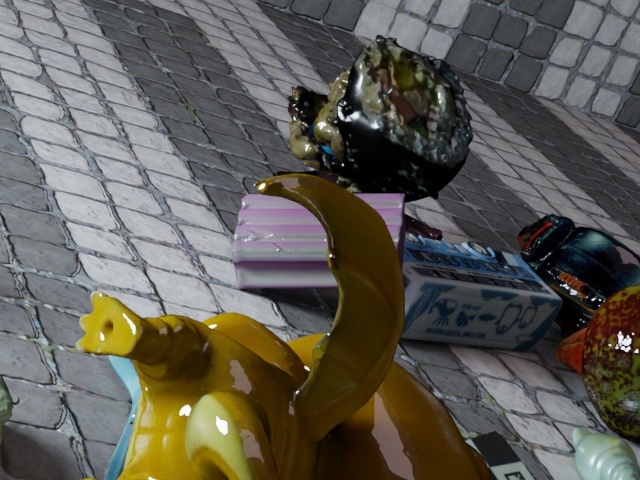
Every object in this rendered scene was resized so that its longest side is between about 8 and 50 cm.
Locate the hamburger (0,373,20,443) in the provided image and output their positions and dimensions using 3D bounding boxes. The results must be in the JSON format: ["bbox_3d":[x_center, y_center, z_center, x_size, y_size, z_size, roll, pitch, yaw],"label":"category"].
[{"bbox_3d":[-0.318,0.129,1.308,0.133,0.062,0.140,14,23,-27],"label":"hamburger"}]

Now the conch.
[{"bbox_3d":[0.331,0.252,1.783,0.088,0.065,0.180,18,10,-14],"label":"conch"}]

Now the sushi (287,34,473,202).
[{"bbox_3d":[0.072,-0.143,2.163,0.238,0.219,0.225,46,44,-27],"label":"sushi"}]

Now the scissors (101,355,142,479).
[{"bbox_3d":[-0.140,0.171,1.463,0.180,0.032,0.393,24,17,-1],"label":"scissors"}]

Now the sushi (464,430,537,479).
[{"bbox_3d":[0.136,0.282,1.469,0.215,0.050,0.192,-8,49,-41],"label":"sushi"}]

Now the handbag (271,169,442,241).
[{"bbox_3d":[0.042,-0.017,2.166,0.216,0.074,0.203,33,20,19],"label":"handbag"}]

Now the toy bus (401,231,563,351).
[{"bbox_3d":[0.168,0.066,2.044,0.297,0.106,0.131,8,28,-44],"label":"toy bus"}]

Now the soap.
[{"bbox_3d":[0.000,0.000,1.899,0.203,0.065,0.122,0,39,9],"label":"soap"}]

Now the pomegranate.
[{"bbox_3d":[0.394,0.147,1.982,0.214,0.214,0.248,7,1,-43],"label":"pomegranate"}]

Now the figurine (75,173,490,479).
[{"bbox_3d":[-0.013,0.202,1.207,0.387,0.268,0.401,27,50,-44],"label":"figurine"}]

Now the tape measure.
[{"bbox_3d":[0.379,0.076,2.163,0.223,0.135,0.202,32,-17,53],"label":"tape measure"}]
